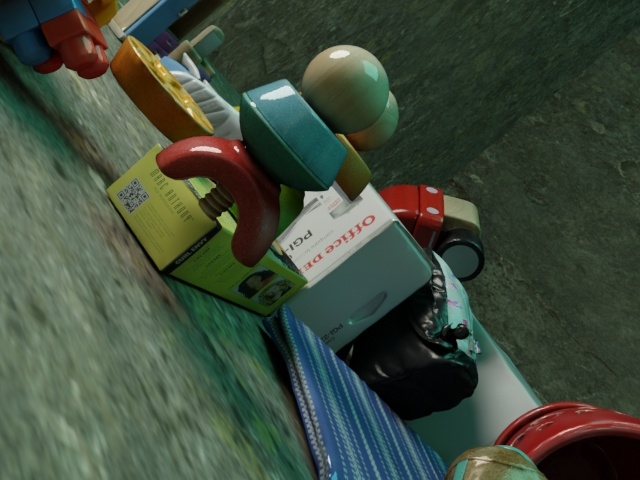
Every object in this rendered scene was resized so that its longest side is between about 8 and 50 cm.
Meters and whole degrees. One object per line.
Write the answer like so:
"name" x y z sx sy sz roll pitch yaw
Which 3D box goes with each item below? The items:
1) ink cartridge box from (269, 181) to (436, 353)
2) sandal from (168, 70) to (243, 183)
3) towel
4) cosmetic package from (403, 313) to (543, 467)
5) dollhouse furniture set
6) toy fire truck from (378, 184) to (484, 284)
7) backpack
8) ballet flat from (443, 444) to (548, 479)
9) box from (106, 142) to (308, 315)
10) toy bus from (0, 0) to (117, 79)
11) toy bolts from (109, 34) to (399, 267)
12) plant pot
"ink cartridge box" 0.000 0.000 0.972 0.092 0.158 0.218 49 5 -38
"sandal" -0.119 -0.132 1.211 0.265 0.102 0.076 47 9 -27
"towel" 0.076 0.222 0.803 0.336 0.040 0.243 47 8 -28
"cosmetic package" 0.204 0.226 1.184 0.217 0.156 0.385 50 5 -25
"dollhouse furniture set" -0.138 -0.262 1.444 0.303 0.198 0.286 53 5 19
"toy fire truck" 0.056 0.023 1.127 0.246 0.217 0.158 16 28 -2
"backpack" 0.096 0.098 0.968 0.182 0.151 0.115 -83 149 -49
"ballet flat" 0.190 0.313 0.669 0.342 0.116 0.124 58 33 2
"box" -0.086 0.000 0.774 0.087 0.058 0.232 52 5 19
"toy bus" -0.224 -0.216 0.713 0.212 0.149 0.220 64 2 -1
"toy bolts" -0.037 -0.103 0.688 0.218 0.158 0.228 49 6 -12
"plant pot" 0.240 0.239 0.831 0.191 0.191 0.174 51 4 -1
